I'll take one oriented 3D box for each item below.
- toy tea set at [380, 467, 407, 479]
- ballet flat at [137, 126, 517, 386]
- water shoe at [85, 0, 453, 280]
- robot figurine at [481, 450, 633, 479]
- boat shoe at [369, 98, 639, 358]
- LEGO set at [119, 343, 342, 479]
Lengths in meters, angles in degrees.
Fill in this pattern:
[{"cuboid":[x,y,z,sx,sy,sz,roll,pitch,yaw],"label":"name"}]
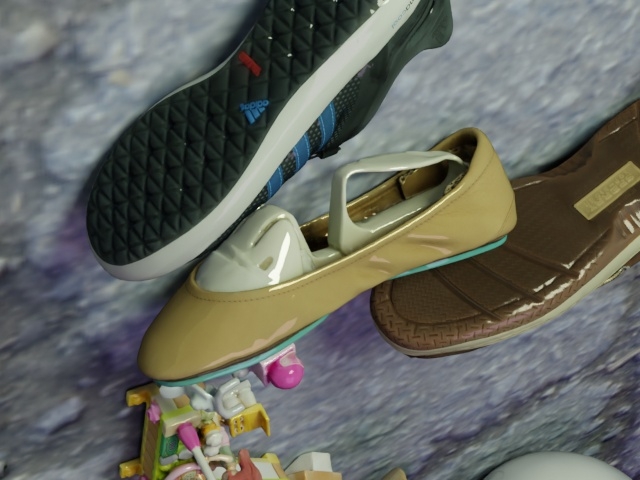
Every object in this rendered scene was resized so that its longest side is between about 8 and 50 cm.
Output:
[{"cuboid":[0.016,0.304,0.931,0.124,0.200,0.336,12,116,-9],"label":"toy tea set"},{"cuboid":[0.000,0.000,0.618,0.232,0.080,0.073,-24,118,-20],"label":"ballet flat"},{"cuboid":[-0.019,-0.049,0.521,0.203,0.073,0.080,-43,148,14],"label":"water shoe"},{"cuboid":[0.216,0.334,1.093,0.300,0.200,0.353,-29,148,-26],"label":"robot figurine"},{"cuboid":[0.148,0.007,0.721,0.257,0.095,0.095,-28,152,-10],"label":"boat shoe"},{"cuboid":[-0.045,0.168,0.740,0.132,0.107,0.287,-29,146,-8],"label":"LEGO set"}]
